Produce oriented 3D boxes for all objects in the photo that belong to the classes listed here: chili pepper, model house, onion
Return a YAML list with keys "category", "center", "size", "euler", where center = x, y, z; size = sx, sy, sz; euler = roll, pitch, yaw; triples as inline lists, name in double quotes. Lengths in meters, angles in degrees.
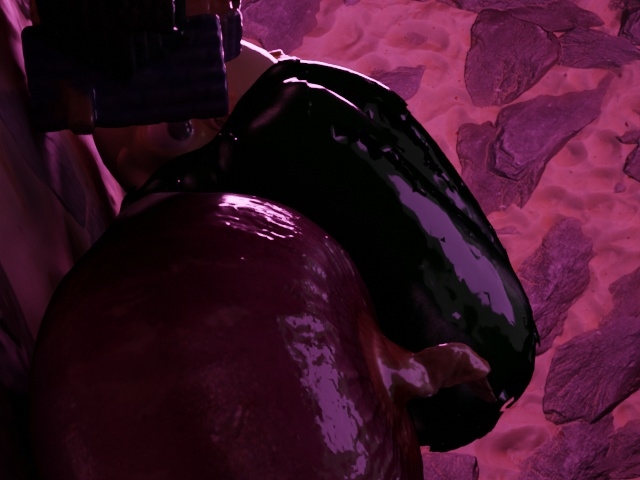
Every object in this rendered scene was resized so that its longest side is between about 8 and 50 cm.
- category: "chili pepper"
  center: [0.001, 0.022, 0.619]
  size: [0.256, 0.248, 0.233]
  euler: [51, -7, -21]
- category: "model house"
  center: [-0.133, -0.164, 0.644]
  size: [0.183, 0.167, 0.172]
  euler: [95, -10, -58]
- category: "onion"
  center: [-0.044, 0.067, 0.416]
  size: [0.207, 0.201, 0.200]
  euler: [-43, 121, -49]

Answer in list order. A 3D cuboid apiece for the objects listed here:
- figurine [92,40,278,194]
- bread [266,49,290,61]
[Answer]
- category: "figurine"
  center: [-0.107, 0.008, 0.852]
  size: [0.274, 0.227, 0.394]
  euler: [-52, -134, 52]
- category: "bread"
  center: [-0.143, -0.139, 1.294]
  size: [0.238, 0.252, 0.196]
  euler: [85, -19, -57]
